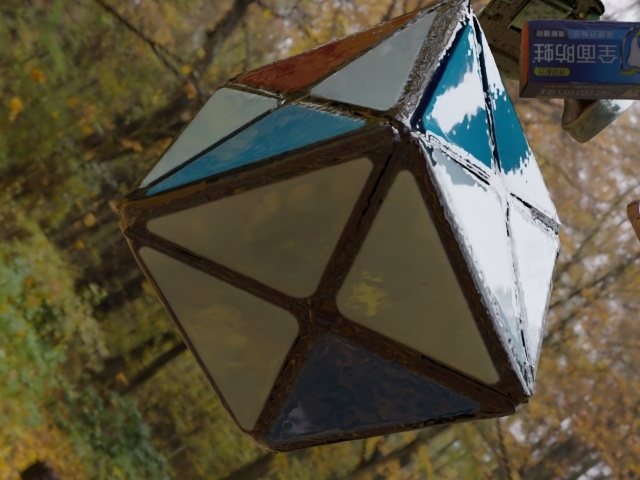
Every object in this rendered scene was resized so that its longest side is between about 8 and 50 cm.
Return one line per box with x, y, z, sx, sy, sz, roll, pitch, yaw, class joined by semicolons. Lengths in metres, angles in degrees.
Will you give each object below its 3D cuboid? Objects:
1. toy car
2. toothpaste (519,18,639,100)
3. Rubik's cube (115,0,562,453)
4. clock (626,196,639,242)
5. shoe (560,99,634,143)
0.309;-0.335;1.551;0.136;0.125;0.306;26;-15;-5;toy car
0.384;-0.198;1.187;0.066;0.320;0.076;75;16;-80;toothpaste
0.032;-0.009;0.846;0.246;0.250;0.248;63;28;-24;Rubik's cube
0.664;-0.025;2.046;0.050;0.110;0.153;114;-45;-77;clock
0.377;-0.219;1.432;0.103;0.251;0.100;-29;-77;39;shoe
